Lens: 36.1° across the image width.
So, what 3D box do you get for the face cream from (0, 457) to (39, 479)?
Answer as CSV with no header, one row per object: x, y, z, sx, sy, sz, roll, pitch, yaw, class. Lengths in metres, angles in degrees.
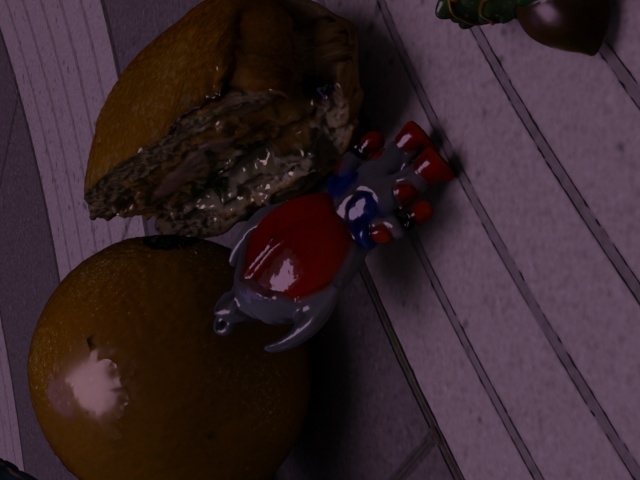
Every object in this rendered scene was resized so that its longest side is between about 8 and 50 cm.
-0.106,0.261,0.700,0.336,0.080,0.163,27,141,7,face cream

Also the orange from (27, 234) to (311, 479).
-0.116,0.101,0.769,0.236,0.236,0.236,9,100,59,orange

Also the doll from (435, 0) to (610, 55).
0.104,-0.143,0.507,0.113,0.076,0.078,28,107,55,doll

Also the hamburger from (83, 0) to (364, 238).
-0.064,-0.102,0.737,0.283,0.144,0.157,-26,46,49,hamburger

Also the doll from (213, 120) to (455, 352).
0.000,0.000,0.646,0.194,0.062,0.104,-40,69,13,doll
